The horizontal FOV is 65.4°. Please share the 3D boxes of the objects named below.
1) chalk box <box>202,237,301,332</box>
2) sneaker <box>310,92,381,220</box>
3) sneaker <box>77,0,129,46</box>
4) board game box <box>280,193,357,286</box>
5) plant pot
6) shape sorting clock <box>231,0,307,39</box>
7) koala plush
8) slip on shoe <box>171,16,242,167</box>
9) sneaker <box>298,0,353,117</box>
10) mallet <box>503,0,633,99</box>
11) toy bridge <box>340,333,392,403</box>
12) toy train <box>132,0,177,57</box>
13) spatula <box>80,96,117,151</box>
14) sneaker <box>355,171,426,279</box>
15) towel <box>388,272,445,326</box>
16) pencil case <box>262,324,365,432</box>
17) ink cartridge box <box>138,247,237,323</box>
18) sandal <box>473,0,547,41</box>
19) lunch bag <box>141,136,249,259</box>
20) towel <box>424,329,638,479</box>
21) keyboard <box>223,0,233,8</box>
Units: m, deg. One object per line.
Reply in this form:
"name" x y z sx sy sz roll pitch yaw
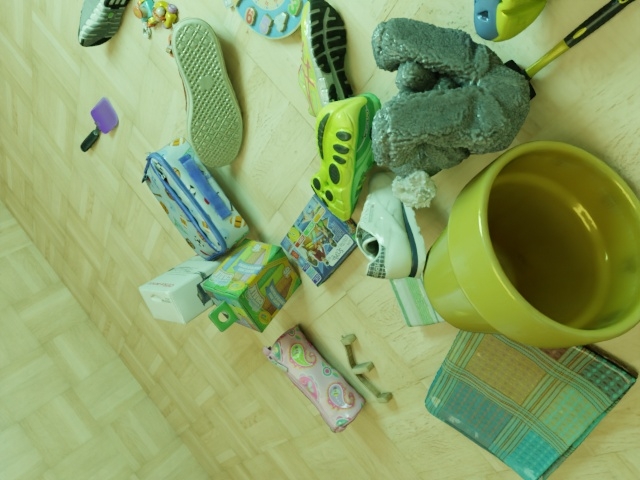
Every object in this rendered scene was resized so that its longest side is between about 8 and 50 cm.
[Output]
"chalk box" -0.172 0.120 1.172 0.132 0.213 0.132 12 142 38
"sneaker" 0.056 -0.135 0.874 0.109 0.123 0.295 49 159 19
"sneaker" -0.538 -0.578 1.192 0.229 0.086 0.132 -29 90 40
"board game box" 0.000 0.000 1.078 0.136 0.035 0.201 49 140 8
"plant pot" 0.266 0.028 0.691 0.254 0.254 0.239 52 156 4
"shape sorting clock" -0.094 -0.453 0.851 0.206 0.040 0.206 21 126 31
"koala plush" 0.150 -0.152 0.690 0.221 0.203 0.196 111 163 -68
"slip on shoe" -0.242 -0.309 1.067 0.101 0.123 0.331 -114 14 -50
"sneaker" -0.008 -0.299 0.850 0.094 0.081 0.208 18 126 45
"mallet" 0.295 -0.248 0.622 0.062 0.039 0.189 52 135 9
"toy bridge" 0.100 0.307 1.196 0.063 0.026 0.188 -29 94 51
"toy train" -0.364 -0.470 1.109 0.166 0.046 0.125 34 135 23
"spatula" -0.694 -0.338 1.539 0.296 0.030 0.084 -23 101 49
"sneaker" 0.102 -0.034 0.832 0.235 0.095 0.090 -100 7 -46
"towel" 0.206 0.102 0.943 0.152 0.023 0.113 -22 89 47
"pencil case" -0.017 0.351 1.271 0.284 0.124 0.124 45 139 11
"ink cartridge box" -0.329 0.114 1.324 0.172 0.237 0.100 -2 114 46
"sandal" 0.198 -0.392 0.559 0.138 0.126 0.317 16 119 42
"lunch bag" -0.313 -0.100 1.222 0.303 0.115 0.243 54 155 -9
"towel" 0.353 0.281 0.918 0.271 0.040 0.370 33 135 24
"keyboard" -0.196 -0.565 0.904 0.072 0.014 0.256 -2 115 45
